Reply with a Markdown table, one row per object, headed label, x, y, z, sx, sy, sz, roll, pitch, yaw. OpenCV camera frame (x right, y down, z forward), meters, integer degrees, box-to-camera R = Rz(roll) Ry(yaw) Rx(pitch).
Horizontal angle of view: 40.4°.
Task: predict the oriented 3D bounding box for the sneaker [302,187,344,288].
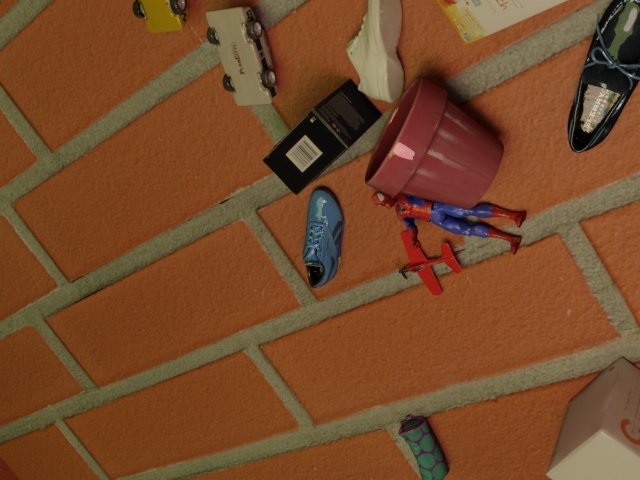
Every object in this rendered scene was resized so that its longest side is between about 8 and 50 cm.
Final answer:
| label | x | y | z | sx | sy | sz | roll | pitch | yaw |
| --- | --- | --- | --- | --- | --- | --- | --- | --- | --- |
| sneaker | 0.000 | 0.000 | 1.723 | 0.069 | 0.082 | 0.209 | 13 | 123 | 23 |

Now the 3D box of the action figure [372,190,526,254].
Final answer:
| label | x | y | z | sx | sy | sz | roll | pitch | yaw |
| --- | --- | --- | --- | --- | --- | --- | --- | --- | --- |
| action figure | 0.210 | -0.032 | 1.559 | 0.280 | 0.139 | 0.091 | 17 | 124 | 21 |

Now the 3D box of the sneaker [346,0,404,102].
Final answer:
| label | x | y | z | sx | sy | sz | roll | pitch | yaw |
| --- | --- | --- | --- | --- | --- | --- | --- | --- | --- |
| sneaker | 0.084 | -0.337 | 1.474 | 0.094 | 0.080 | 0.212 | 18 | 128 | 32 |

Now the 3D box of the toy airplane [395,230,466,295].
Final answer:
| label | x | y | z | sx | sy | sz | roll | pitch | yaw |
| --- | --- | --- | --- | --- | --- | --- | --- | --- | --- |
| toy airplane | 0.212 | 0.045 | 1.670 | 0.151 | 0.028 | 0.151 | 14 | 124 | 21 |

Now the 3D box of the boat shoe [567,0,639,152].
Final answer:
| label | x | y | z | sx | sy | sz | roll | pitch | yaw |
| --- | --- | --- | --- | --- | --- | --- | --- | --- | --- |
| boat shoe | 0.447 | -0.245 | 1.324 | 0.109 | 0.089 | 0.258 | 17 | 126 | 18 |

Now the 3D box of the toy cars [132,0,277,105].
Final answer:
| label | x | y | z | sx | sy | sz | roll | pitch | yaw |
| --- | --- | --- | --- | --- | --- | --- | --- | --- | --- |
| toy cars | -0.211 | -0.411 | 1.579 | 0.394 | 0.087 | 0.176 | 40 | 135 | -4 |

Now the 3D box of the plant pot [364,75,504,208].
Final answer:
| label | x | y | z | sx | sy | sz | roll | pitch | yaw |
| --- | --- | --- | --- | --- | --- | --- | --- | --- | --- |
| plant pot | 0.198 | -0.148 | 1.466 | 0.180 | 0.201 | 0.201 | 25 | 130 | -8 |

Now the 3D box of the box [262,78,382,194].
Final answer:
| label | x | y | z | sx | sy | sz | roll | pitch | yaw |
| --- | --- | --- | --- | --- | --- | --- | --- | --- | --- |
| box | 0.005 | -0.185 | 1.552 | 0.093 | 0.158 | 0.156 | 47 | 130 | -4 |

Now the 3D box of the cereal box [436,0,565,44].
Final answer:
| label | x | y | z | sx | sy | sz | roll | pitch | yaw |
| --- | --- | --- | --- | --- | --- | --- | --- | --- | --- |
| cereal box | 0.274 | -0.410 | 1.299 | 0.240 | 0.047 | 0.173 | -17 | 121 | 45 |

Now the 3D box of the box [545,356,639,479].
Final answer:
| label | x | y | z | sx | sy | sz | roll | pitch | yaw |
| --- | --- | --- | --- | --- | --- | --- | --- | --- | --- |
| box | 0.614 | 0.416 | 1.568 | 0.345 | 0.215 | 0.168 | 37 | 130 | 4 |

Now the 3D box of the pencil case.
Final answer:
| label | x | y | z | sx | sy | sz | roll | pitch | yaw |
| --- | --- | --- | --- | --- | --- | --- | --- | --- | --- |
| pencil case | 0.225 | 0.457 | 1.899 | 0.070 | 0.064 | 0.151 | -20 | 108 | 19 |
